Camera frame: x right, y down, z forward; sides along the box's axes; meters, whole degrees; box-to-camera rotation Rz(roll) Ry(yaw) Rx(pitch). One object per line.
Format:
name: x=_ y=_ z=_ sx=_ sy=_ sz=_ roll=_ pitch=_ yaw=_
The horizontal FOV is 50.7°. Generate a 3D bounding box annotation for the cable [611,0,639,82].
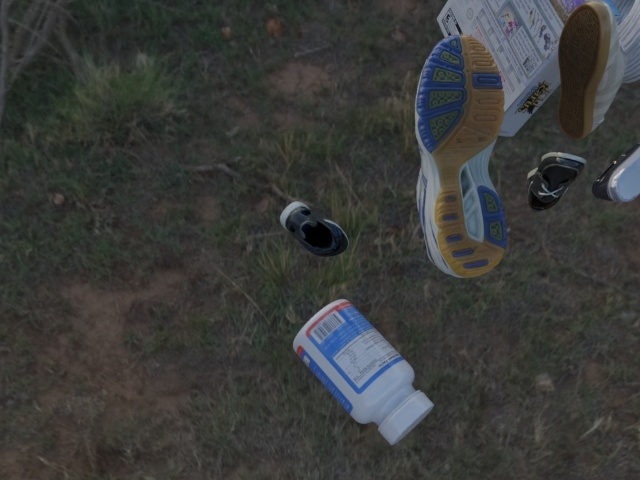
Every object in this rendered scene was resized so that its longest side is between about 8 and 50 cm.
cable: x=0.579 y=-0.426 z=1.251 sx=0.089 sy=0.257 sz=0.257 roll=16 pitch=38 yaw=-13

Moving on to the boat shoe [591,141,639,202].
boat shoe: x=0.582 y=-0.140 z=1.234 sx=0.228 sy=0.076 sz=0.080 roll=-40 pitch=108 yaw=-20

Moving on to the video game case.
video game case: x=0.301 y=-0.341 z=1.035 sx=0.061 sy=0.244 sz=0.269 roll=1 pitch=57 yaw=-25

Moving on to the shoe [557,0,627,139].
shoe: x=0.350 y=-0.222 z=0.869 sx=0.058 sy=0.219 sz=0.076 roll=-28 pitch=56 yaw=-6

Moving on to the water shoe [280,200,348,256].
water shoe: x=0.000 y=0.000 z=1.235 sx=0.073 sy=0.203 sz=0.080 roll=-49 pitch=53 yaw=8

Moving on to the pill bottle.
pill bottle: x=0.070 y=0.210 z=1.073 sx=0.124 sy=0.124 sz=0.221 roll=-36 pitch=68 yaw=-19

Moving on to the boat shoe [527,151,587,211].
boat shoe: x=0.452 y=-0.112 z=1.304 sx=0.084 sy=0.233 sz=0.079 roll=14 pitch=81 yaw=5

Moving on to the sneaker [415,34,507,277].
sneaker: x=0.157 y=-0.102 z=0.848 sx=0.112 sy=0.131 sz=0.296 roll=2 pitch=86 yaw=-9
